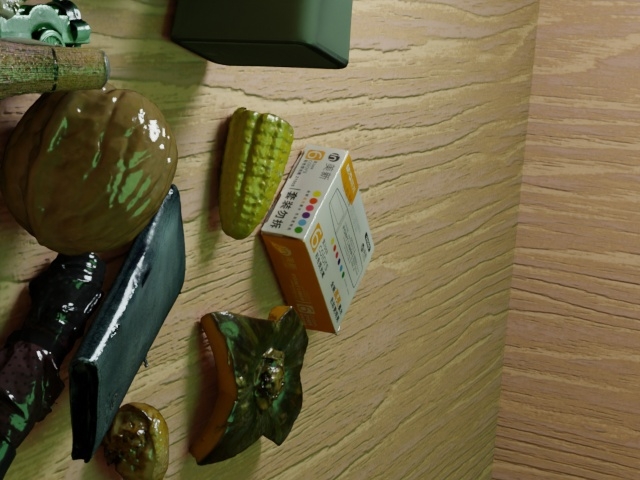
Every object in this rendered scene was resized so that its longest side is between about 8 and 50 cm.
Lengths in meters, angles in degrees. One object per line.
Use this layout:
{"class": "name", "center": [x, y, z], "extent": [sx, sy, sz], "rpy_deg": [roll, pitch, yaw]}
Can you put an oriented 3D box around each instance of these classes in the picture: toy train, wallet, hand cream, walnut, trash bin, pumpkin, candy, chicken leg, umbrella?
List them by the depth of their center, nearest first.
{"class": "hand cream", "center": [-0.321, -0.182, 1.368], "extent": [0.203, 0.084, 0.084], "rpy_deg": [-5, 106, -27]}
{"class": "toy train", "center": [-0.331, -0.230, 1.472], "extent": [0.178, 0.071, 0.105], "rpy_deg": [-19, 105, -62]}
{"class": "walnut", "center": [-0.271, -0.082, 1.497], "extent": [0.213, 0.213, 0.213], "rpy_deg": [9, 90, -66]}
{"class": "umbrella", "center": [-0.348, 0.148, 1.544], "extent": [0.090, 0.094, 0.326], "rpy_deg": [-37, -155, 55]}
{"class": "wallet", "center": [-0.245, 0.099, 1.684], "extent": [0.379, 0.046, 0.191], "rpy_deg": [-72, 170, -51]}
{"class": "trash bin", "center": [-0.063, -0.424, 1.816], "extent": [0.158, 0.222, 0.344], "rpy_deg": [20, 76, -65]}
{"class": "chicken leg", "center": [-0.249, 0.336, 1.839], "extent": [0.107, 0.087, 0.252], "rpy_deg": [-65, 158, -48]}
{"class": "candy", "center": [-0.110, -0.099, 1.981], "extent": [0.106, 0.094, 0.199], "rpy_deg": [16, 89, -31]}
{"class": "pumpkin", "center": [-0.105, 0.231, 2.101], "extent": [0.290, 0.095, 0.258], "rpy_deg": [-4, 105, -62]}

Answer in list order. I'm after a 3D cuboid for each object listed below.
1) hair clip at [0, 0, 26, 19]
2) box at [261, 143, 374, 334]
{"class": "hair clip", "center": [-0.368, -0.310, 1.341], "extent": [0.187, 0.056, 0.146], "rpy_deg": [18, 51, -57]}
{"class": "box", "center": [0.000, 0.000, 2.260], "extent": [0.274, 0.091, 0.221], "rpy_deg": [70, 36, -49]}
